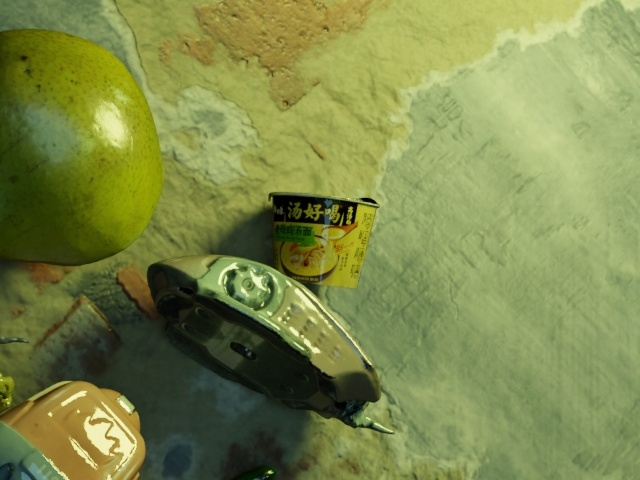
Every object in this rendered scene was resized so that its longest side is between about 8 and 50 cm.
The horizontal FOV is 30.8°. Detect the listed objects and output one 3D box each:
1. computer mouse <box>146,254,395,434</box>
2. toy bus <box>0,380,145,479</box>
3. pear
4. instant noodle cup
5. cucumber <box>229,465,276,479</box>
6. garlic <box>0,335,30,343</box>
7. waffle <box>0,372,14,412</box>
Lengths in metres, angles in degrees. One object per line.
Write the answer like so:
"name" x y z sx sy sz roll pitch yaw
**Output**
"computer mouse" -0.046 0.123 1.498 0.389 0.199 0.115 33 62 -10
"toy bus" -0.319 0.272 1.353 0.194 0.287 0.232 45 55 -1
"pear" -0.333 -0.113 1.405 0.294 0.294 0.294 3 80 -16
"instant noodle cup" 0.000 0.000 1.554 0.151 0.151 0.122 6 85 -16
"cucumber" -0.140 0.340 1.510 0.184 0.033 0.036 -24 106 -17
"garlic" -0.434 0.118 1.358 0.128 0.198 0.091 0 82 -33
"waffle" -0.468 0.215 1.318 0.237 0.243 0.059 2 51 -51
